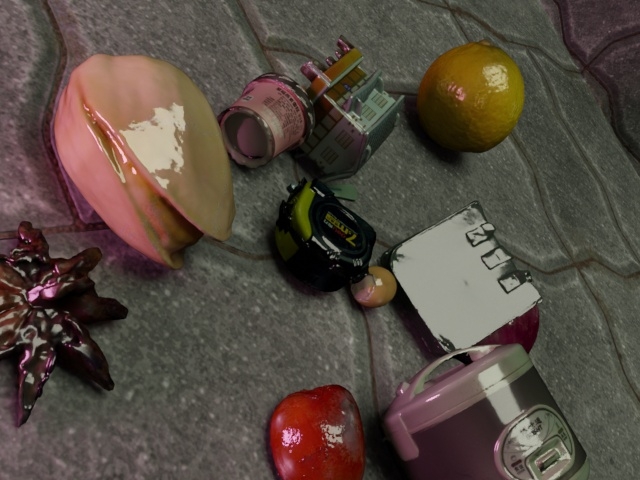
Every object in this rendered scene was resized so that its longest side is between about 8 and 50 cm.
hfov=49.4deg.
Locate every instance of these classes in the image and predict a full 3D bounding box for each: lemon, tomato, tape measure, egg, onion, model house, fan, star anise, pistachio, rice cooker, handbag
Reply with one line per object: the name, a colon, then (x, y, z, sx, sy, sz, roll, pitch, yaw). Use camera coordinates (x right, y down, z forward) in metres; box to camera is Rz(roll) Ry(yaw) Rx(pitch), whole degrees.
lemon: (0.383, -0.361, 1.781, 0.293, 0.293, 0.293, 26, 45, -29)
tomato: (0.021, 0.295, 1.040, 0.189, 0.099, 0.173, 6, 55, -45)
tape measure: (0.000, 0.000, 1.245, 0.199, 0.112, 0.186, 37, 33, -10)
egg: (0.103, 0.087, 1.304, 0.096, 0.080, 0.080, 14, 52, -49)
onion: (0.395, 0.139, 1.508, 0.247, 0.111, 0.250, 19, 54, -48)
model house: (0.035, -0.255, 1.405, 0.215, 0.198, 0.224, 42, 38, -3)
fan: (0.008, -0.101, 1.405, 0.193, 0.016, 0.038, -1, 64, -46)
star anise: (-0.340, 0.081, 0.841, 0.272, 0.102, 0.272, 23, 49, -29)
pistachio: (-0.247, -0.119, 1.006, 0.321, 0.229, 0.238, 60, 11, -7)
rice cooker: (0.260, 0.314, 1.124, 0.288, 0.288, 0.277, -12, 71, -49)
handbag: (0.280, 0.075, 1.396, 0.260, 0.079, 0.247, -28, 82, -17)

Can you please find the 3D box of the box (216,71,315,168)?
box: (-0.106, -0.212, 1.279, 0.151, 0.151, 0.135, 47, 47, -6)
